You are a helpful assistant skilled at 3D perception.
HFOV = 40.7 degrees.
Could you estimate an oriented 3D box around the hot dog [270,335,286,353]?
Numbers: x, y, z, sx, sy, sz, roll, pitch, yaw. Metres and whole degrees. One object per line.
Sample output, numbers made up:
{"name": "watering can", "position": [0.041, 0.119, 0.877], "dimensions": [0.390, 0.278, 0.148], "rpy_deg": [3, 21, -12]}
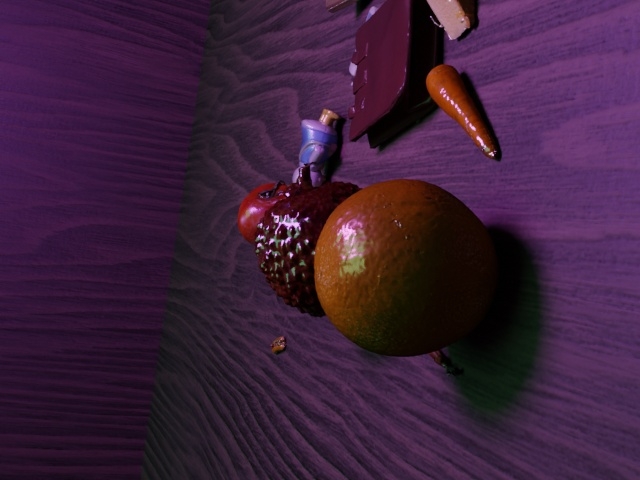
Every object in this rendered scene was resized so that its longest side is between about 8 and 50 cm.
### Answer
{"name": "hot dog", "position": [-0.108, 0.264, 2.171], "dimensions": [0.083, 0.021, 0.037], "rpy_deg": [136, 137, -61]}

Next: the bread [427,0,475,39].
{"name": "bread", "position": [0.215, -0.405, 1.485], "dimensions": [0.084, 0.080, 0.109], "rpy_deg": [138, 139, -63]}

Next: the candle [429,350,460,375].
{"name": "candle", "position": [0.187, 0.184, 1.411], "dimensions": [0.026, 0.021, 0.167], "rpy_deg": [-56, 24, 8]}

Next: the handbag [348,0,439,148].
{"name": "handbag", "position": [0.136, -0.338, 1.668], "dimensions": [0.275, 0.084, 0.260], "rpy_deg": [147, 128, -64]}

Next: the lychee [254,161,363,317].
{"name": "lychee", "position": [0.000, 0.000, 1.639], "dimensions": [0.264, 0.264, 0.300], "rpy_deg": [-29, 74, 65]}

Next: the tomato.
{"name": "tomato", "position": [-0.119, -0.059, 2.128], "dimensions": [0.187, 0.187, 0.151], "rpy_deg": [-110, 12, -52]}

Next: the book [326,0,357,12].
{"name": "book", "position": [0.077, -0.642, 1.943], "dimensions": [0.161, 0.026, 0.231], "rpy_deg": [-16, 66, 42]}

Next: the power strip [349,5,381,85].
{"name": "power strip", "position": [0.100, -0.423, 1.875], "dimensions": [0.047, 0.030, 0.191], "rpy_deg": [-110, 35, -54]}

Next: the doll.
{"name": "doll", "position": [-0.017, -0.187, 2.000], "dimensions": [0.135, 0.099, 0.241], "rpy_deg": [22, 105, 46]}

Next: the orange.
{"name": "orange", "position": [0.127, 0.041, 1.279], "dimensions": [0.274, 0.274, 0.274], "rpy_deg": [-172, 90, -70]}

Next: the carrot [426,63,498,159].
{"name": "carrot", "position": [0.228, -0.212, 1.408], "dimensions": [0.256, 0.061, 0.061], "rpy_deg": [-108, 33, -47]}
